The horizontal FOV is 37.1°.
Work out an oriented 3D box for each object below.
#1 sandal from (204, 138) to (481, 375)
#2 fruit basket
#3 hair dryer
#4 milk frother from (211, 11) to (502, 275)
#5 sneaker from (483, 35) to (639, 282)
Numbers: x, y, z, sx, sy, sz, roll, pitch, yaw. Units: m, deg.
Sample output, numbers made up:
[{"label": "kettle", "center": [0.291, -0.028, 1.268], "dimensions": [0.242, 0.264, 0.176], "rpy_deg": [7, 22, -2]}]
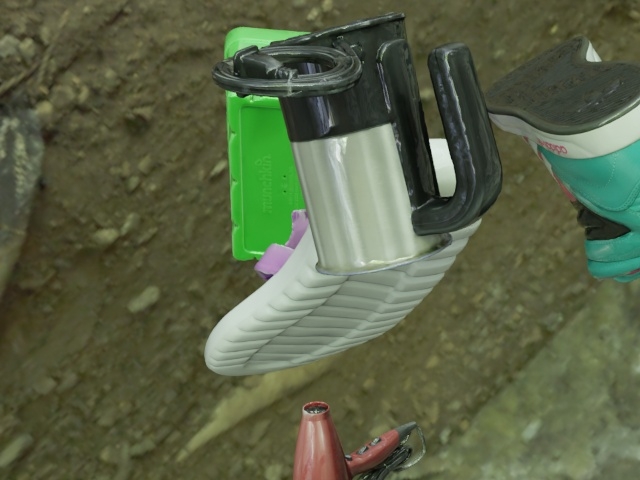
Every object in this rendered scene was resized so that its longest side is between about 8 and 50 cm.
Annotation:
[{"label": "sandal", "center": [0.015, 0.015, 0.830], "dimensions": [0.169, 0.102, 0.416], "rpy_deg": [1, 154, -28]}, {"label": "fruit basket", "center": [-0.009, -0.173, 1.558], "dimensions": [0.392, 0.283, 0.392], "rpy_deg": [6, 90, -83]}, {"label": "hair dryer", "center": [0.039, 0.319, 1.357], "dimensions": [0.293, 0.080, 0.224], "rpy_deg": [53, 53, -45]}, {"label": "milk frother", "center": [0.009, -0.046, 0.512], "dimensions": [0.143, 0.129, 0.135], "rpy_deg": [-21, 103, -30]}, {"label": "sneaker", "center": [0.234, -0.061, 0.772], "dimensions": [0.123, 0.178, 0.295], "rpy_deg": [-31, -164, 9]}]
